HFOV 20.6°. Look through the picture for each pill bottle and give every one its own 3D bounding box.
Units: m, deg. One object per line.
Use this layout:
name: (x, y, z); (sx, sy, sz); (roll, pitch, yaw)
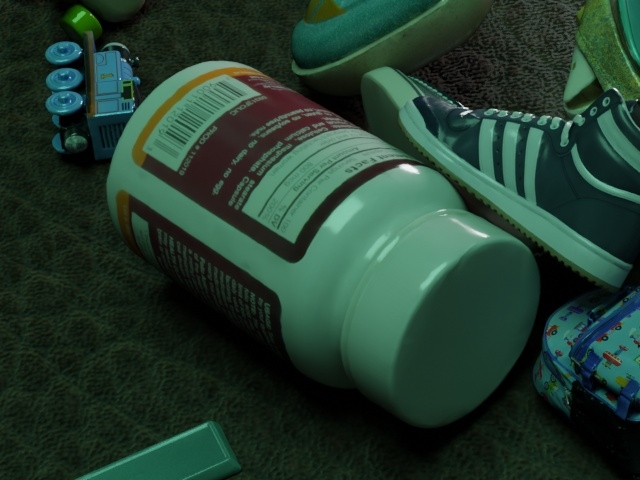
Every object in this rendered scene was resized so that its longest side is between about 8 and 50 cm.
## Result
pill bottle: (0.000, 0.000, 1.645); (0.224, 0.224, 0.392); (-38, 48, -23)

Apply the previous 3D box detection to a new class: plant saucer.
plant saucer: (-0.171, 0.223, 1.613); (0.192, 0.018, 0.067); (-23, 44, -10)

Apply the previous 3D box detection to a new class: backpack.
backpack: (0.271, 0.100, 1.549); (0.158, 0.117, 0.173); (-31, 43, -18)

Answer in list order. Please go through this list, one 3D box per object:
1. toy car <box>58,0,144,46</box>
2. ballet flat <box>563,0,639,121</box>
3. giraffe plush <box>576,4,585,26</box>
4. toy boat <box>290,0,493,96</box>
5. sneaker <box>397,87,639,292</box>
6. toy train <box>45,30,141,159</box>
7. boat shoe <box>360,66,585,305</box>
toy car: (-0.306, -0.344, 2.158); (0.155, 0.149, 0.188); (-47, 40, -17)
ballet flat: (0.291, -0.112, 1.649); (0.123, 0.123, 0.348); (-16, 57, -2)
giraffe plush: (0.398, -0.226, 1.835); (0.181, 0.210, 0.170); (-27, 76, -28)
toy boat: (0.080, -0.291, 1.948); (0.267, 0.148, 0.318); (-26, 23, 32)
sneaker: (0.202, -0.091, 1.577); (0.282, 0.099, 0.153); (41, 106, 34)
toy train: (-0.255, -0.164, 1.995); (0.105, 0.080, 0.184); (-6, 41, -4)
boat shoe: (0.181, -0.074, 1.762); (0.158, 0.127, 0.340); (-22, 51, -17)
